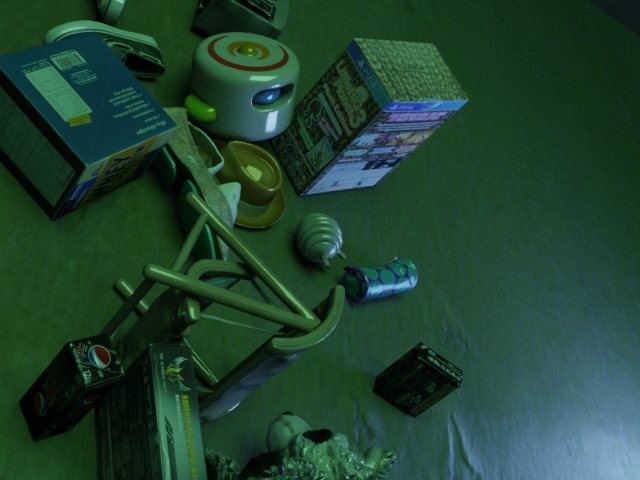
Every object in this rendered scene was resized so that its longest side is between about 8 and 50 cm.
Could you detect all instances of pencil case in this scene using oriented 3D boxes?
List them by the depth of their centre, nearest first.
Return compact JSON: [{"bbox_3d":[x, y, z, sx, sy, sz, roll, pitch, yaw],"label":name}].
[{"bbox_3d":[0.109,0.071,1.462,0.152,0.064,0.070,-9,80,-45],"label":"pencil case"}]

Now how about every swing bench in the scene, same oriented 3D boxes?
[{"bbox_3d":[-0.147,0.116,1.056,0.255,0.253,0.165,34,42,-14],"label":"swing bench"}]

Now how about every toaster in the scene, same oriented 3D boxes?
[{"bbox_3d":[-0.156,-0.468,1.636,0.186,0.110,0.168,27,45,-23],"label":"toaster"}]

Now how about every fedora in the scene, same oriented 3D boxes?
[{"bbox_3d":[-0.130,-0.115,1.394,0.194,0.079,0.194,23,45,-25],"label":"fedora"}]

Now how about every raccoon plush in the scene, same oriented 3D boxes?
[{"bbox_3d":[-0.034,0.434,0.989,0.299,0.216,0.446,16,66,-45],"label":"raccoon plush"}]

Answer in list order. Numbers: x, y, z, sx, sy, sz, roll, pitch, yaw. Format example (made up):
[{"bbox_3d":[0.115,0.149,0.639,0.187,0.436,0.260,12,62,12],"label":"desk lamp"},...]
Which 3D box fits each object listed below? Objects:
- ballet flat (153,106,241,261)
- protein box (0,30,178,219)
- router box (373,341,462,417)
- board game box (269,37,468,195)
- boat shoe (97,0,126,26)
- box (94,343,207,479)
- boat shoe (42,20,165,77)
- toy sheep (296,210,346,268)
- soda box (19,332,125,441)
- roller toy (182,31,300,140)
[{"bbox_3d":[-0.193,-0.096,1.292,0.106,0.107,0.316,-18,71,-31],"label":"ballet flat"},{"bbox_3d":[-0.367,-0.177,1.192,0.201,0.136,0.200,49,40,2],"label":"protein box"},{"bbox_3d":[0.163,0.234,1.331,0.092,0.122,0.038,36,37,-13],"label":"router box"},{"bbox_3d":[0.087,-0.230,1.513,0.232,0.291,0.141,-11,66,-46],"label":"board game box"},{"bbox_3d":[-0.396,-0.495,1.462,0.088,0.096,0.267,16,48,-27],"label":"boat shoe"},{"bbox_3d":[-0.204,0.264,0.940,0.056,0.183,0.231,11,51,-34],"label":"box"},{"bbox_3d":[-0.361,-0.319,1.360,0.219,0.078,0.070,-6,61,-45],"label":"boat shoe"},{"bbox_3d":[0.000,0.000,1.411,0.091,0.091,0.132,19,29,-29],"label":"toy sheep"},{"bbox_3d":[-0.296,0.175,0.941,0.053,0.169,0.060,-10,65,-46],"label":"soda box"},{"bbox_3d":[-0.136,-0.285,1.429,0.191,0.146,0.209,10,37,-1],"label":"roller toy"}]
